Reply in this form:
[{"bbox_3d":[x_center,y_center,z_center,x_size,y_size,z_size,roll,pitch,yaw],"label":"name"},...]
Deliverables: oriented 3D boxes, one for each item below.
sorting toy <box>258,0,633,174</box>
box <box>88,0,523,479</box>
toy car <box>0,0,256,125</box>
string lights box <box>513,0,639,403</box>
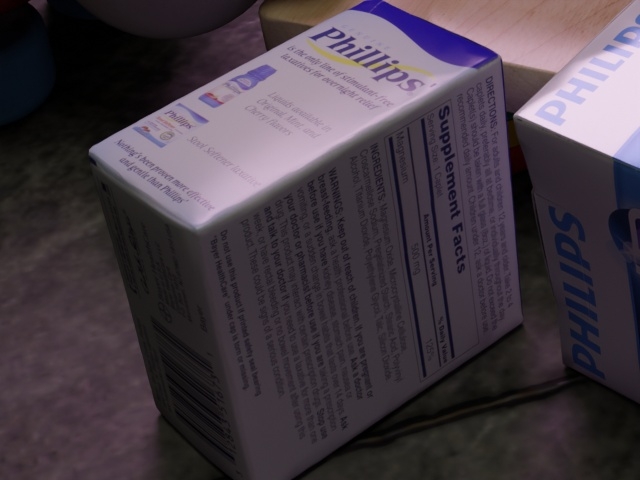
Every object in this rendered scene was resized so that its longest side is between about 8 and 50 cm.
[{"bbox_3d":[0.149,-0.109,0.726,0.255,0.089,0.257,16,45,28],"label":"sorting toy"},{"bbox_3d":[0.000,0.000,0.591,0.137,0.126,0.072,-31,42,-25],"label":"box"},{"bbox_3d":[-0.083,-0.167,0.742,0.238,0.219,0.210,16,45,26],"label":"toy car"},{"bbox_3d":[0.191,0.030,0.505,0.259,0.133,0.077,29,61,37],"label":"string lights box"}]
